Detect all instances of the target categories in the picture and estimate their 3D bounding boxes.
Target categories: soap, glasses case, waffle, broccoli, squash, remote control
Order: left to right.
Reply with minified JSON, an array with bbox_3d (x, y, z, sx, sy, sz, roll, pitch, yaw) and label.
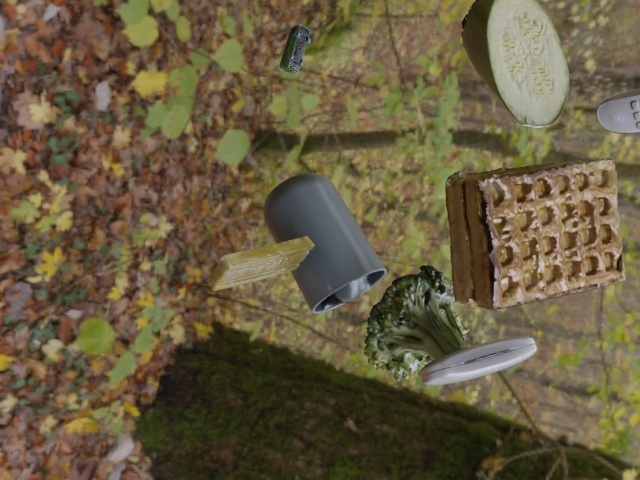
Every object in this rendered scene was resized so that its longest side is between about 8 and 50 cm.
[{"bbox_3d":[-0.127,0.049,1.569,0.252,0.037,0.092,-14,150,-45],"label":"soap"},{"bbox_3d":[0.224,0.189,1.528,0.263,0.243,0.247,-9,124,-31],"label":"broccoli"},{"bbox_3d":[0.301,0.229,1.377,0.092,0.233,0.059,119,-44,-70],"label":"glasses case"},{"bbox_3d":[0.406,-0.368,1.430,0.260,0.189,0.189,-110,179,-46],"label":"squash"},{"bbox_3d":[0.341,-0.016,1.138,0.308,0.091,0.213,-9,95,-31],"label":"waffle"},{"bbox_3d":[0.499,-0.196,0.991,0.073,0.229,0.044,52,41,-38],"label":"remote control"}]

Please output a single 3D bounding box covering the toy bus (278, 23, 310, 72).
[{"bbox_3d":[-0.046,-0.345,1.303,0.031,0.037,0.083,20,84,-42],"label":"toy bus"}]

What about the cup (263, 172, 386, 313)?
[{"bbox_3d":[0.000,0.000,1.771,0.312,0.205,0.205,60,18,16],"label":"cup"}]
